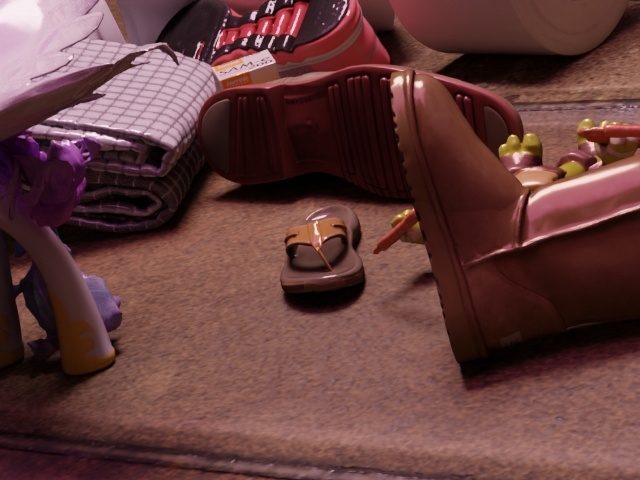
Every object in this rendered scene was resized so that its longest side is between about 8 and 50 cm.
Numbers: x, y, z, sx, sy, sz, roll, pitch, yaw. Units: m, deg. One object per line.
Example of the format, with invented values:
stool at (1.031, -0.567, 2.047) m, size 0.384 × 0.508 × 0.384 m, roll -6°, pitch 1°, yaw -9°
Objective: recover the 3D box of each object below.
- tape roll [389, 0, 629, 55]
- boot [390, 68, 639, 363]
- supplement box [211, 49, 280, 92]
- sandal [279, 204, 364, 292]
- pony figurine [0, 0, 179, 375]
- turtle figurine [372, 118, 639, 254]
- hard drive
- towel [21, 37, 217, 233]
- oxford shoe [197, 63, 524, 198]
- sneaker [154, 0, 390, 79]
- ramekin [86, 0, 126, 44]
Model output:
tape roll at (0.201, -0.317, 2.033) m, size 0.169 × 0.246 × 0.246 m, roll 6°, pitch 29°, yaw 43°
boot at (0.203, -0.044, 1.412) m, size 0.269 × 0.236 × 0.089 m, roll -16°, pitch -7°, yaw 5°
supplement box at (-0.067, -0.136, 1.953) m, size 0.062 × 0.098 × 0.036 m, roll -20°, pitch 32°, yaw -8°
sandal at (0.000, 0.000, 1.640) m, size 0.072 × 0.049 × 0.180 m, roll -12°, pitch 21°, yaw 9°
pony figurine at (-0.287, -0.054, 1.531) m, size 0.351 × 0.363 × 0.303 m, roll -20°, pitch 21°, yaw -13°
turtle figurine at (0.187, -0.042, 1.560) m, size 0.269 × 0.087 × 0.217 m, roll -25°, pitch 6°, yaw 24°
hard drive at (-0.069, -0.270, 2.182) m, size 0.307 × 0.040 × 0.203 m, roll -6°, pitch -12°, yaw -1°
towel at (-0.256, -0.108, 1.929) m, size 0.284 × 0.121 × 0.235 m, roll 8°, pitch 26°, yaw 7°
oxford shoe at (0.053, -0.116, 1.806) m, size 0.348 × 0.123 × 0.130 m, roll 7°, pitch 18°, yaw 36°
sneaker at (-0.060, -0.182, 2.059) m, size 0.314 × 0.136 × 0.116 m, roll -3°, pitch 55°, yaw 42°
ramekin at (-0.269, -0.203, 2.135) m, size 0.109 × 0.207 × 0.207 m, roll -27°, pitch 22°, yaw -4°
